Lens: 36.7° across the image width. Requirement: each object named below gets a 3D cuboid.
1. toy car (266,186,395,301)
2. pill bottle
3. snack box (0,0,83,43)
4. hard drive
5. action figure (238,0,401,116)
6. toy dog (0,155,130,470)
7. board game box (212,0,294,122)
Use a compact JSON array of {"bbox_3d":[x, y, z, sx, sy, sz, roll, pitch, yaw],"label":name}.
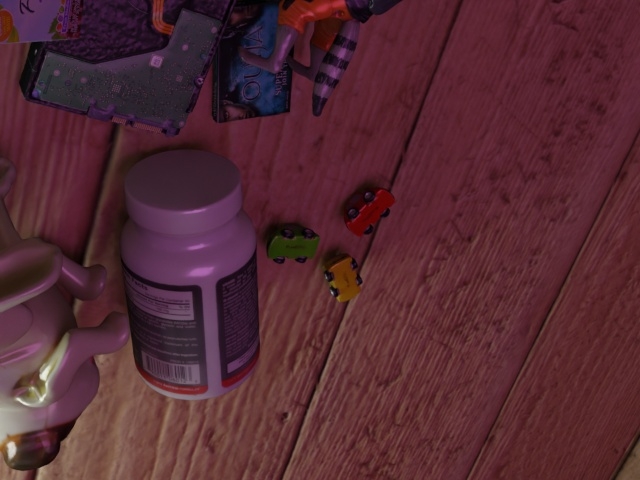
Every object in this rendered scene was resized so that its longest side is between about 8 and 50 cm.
[{"bbox_3d":[0.000,0.000,1.705,0.225,0.053,0.239,1,121,-32],"label":"toy car"},{"bbox_3d":[-0.202,0.055,1.514,0.210,0.210,0.362,-15,129,-22],"label":"pill bottle"},{"bbox_3d":[-0.346,-0.339,1.125,0.174,0.070,0.207,-29,134,-63],"label":"snack box"},{"bbox_3d":[-0.241,-0.320,1.303,0.237,0.064,0.338,11,115,-31],"label":"hard drive"},{"bbox_3d":[0.076,-0.341,1.362,0.330,0.178,0.341,-42,159,19],"label":"action figure"},{"bbox_3d":[-0.462,0.159,1.379,0.395,0.284,0.407,-38,142,-16],"label":"toy dog"},{"bbox_3d":[-0.101,-0.272,1.460,0.126,0.026,0.186,-13,128,-24],"label":"board game box"}]
